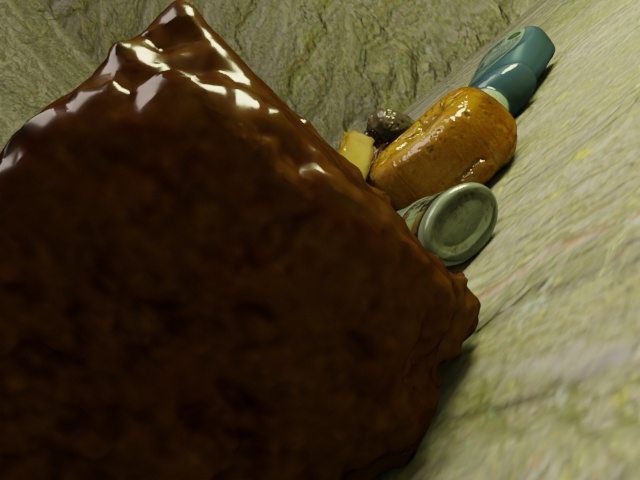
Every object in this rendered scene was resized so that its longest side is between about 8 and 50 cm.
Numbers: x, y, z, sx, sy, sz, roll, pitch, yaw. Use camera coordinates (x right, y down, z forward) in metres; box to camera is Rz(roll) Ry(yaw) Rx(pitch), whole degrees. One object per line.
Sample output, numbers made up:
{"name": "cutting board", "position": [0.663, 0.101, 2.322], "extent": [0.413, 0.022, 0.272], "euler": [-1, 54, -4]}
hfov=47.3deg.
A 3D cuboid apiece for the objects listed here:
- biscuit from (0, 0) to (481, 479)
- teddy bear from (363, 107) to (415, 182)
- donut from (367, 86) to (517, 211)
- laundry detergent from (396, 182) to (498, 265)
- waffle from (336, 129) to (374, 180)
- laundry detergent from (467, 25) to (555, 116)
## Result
{"name": "biscuit", "position": [-0.119, 0.082, 0.514], "extent": [0.395, 0.342, 0.166], "euler": [-44, 11, 7]}
{"name": "teddy bear", "position": [0.115, -0.115, 1.248], "extent": [0.140, 0.177, 0.190], "euler": [4, -16, -26]}
{"name": "donut", "position": [0.164, -0.110, 0.996], "extent": [0.226, 0.114, 0.226], "euler": [-41, 9, 8]}
{"name": "laundry detergent", "position": [0.113, -0.007, 0.838], "extent": [0.099, 0.070, 0.225], "euler": [-53, 8, -14]}
{"name": "waffle", "position": [0.000, 0.000, 0.986], "extent": [0.248, 0.055, 0.221], "euler": [-68, 1, -49]}
{"name": "laundry detergent", "position": [0.303, -0.254, 1.213], "extent": [0.143, 0.094, 0.290], "euler": [-29, 17, 39]}
